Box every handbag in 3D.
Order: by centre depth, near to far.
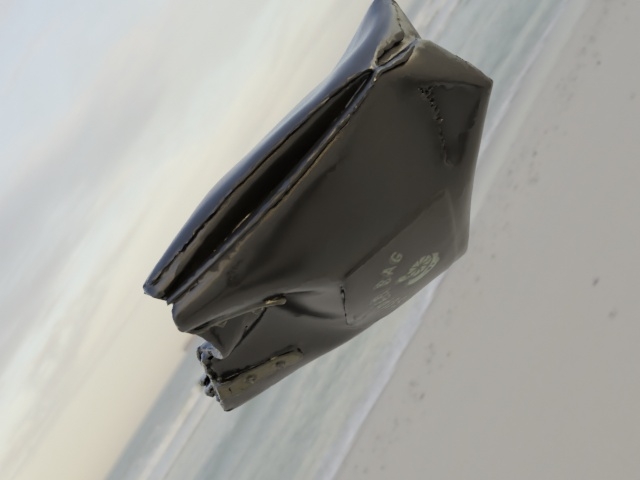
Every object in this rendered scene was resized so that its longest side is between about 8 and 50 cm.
[{"bbox_3d":[0.000,0.000,0.824,0.288,0.152,0.342,-43,-21,-12],"label":"handbag"}]
